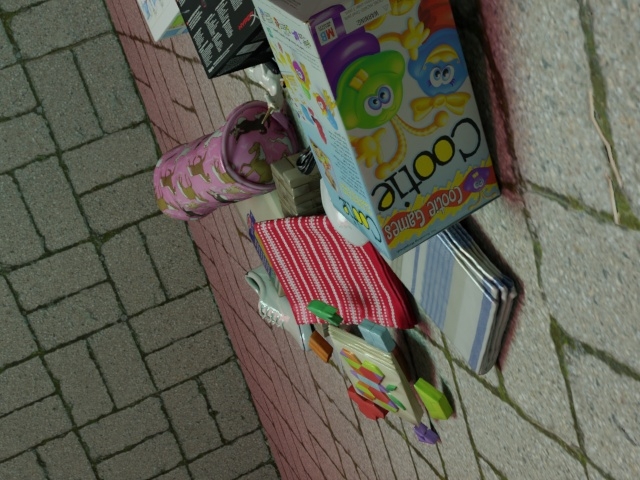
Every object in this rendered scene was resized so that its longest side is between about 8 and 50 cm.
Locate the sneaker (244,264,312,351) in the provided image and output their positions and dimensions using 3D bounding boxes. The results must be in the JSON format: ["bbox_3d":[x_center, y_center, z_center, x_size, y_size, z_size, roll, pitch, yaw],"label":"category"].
[{"bbox_3d":[-0.096,0.162,2.254,0.258,0.091,0.094,58,164,35],"label":"sneaker"}]

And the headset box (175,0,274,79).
[{"bbox_3d":[-0.131,-0.404,1.334,0.218,0.110,0.293,-28,85,61],"label":"headset box"}]

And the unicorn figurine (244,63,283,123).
[{"bbox_3d":[-0.094,-0.276,1.595,0.162,0.060,0.111,-118,14,-61],"label":"unicorn figurine"}]

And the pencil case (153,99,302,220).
[{"bbox_3d":[-0.182,-0.137,1.778,0.386,0.167,0.160,-16,78,60],"label":"pencil case"}]

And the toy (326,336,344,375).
[{"bbox_3d":[0.015,0.127,1.851,0.237,0.056,0.137,-121,11,-50],"label":"toy"}]

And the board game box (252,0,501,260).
[{"bbox_3d":[0.059,-0.146,0.973,0.144,0.142,0.275,46,163,53],"label":"board game box"}]

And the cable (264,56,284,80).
[{"bbox_3d":[-0.056,-0.295,1.452,0.184,0.047,0.151,96,150,-61],"label":"cable"}]

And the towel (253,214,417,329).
[{"bbox_3d":[0.018,0.051,1.509,0.275,0.031,0.199,-3,116,49],"label":"towel"}]

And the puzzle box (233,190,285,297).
[{"bbox_3d":[-0.113,-0.066,2.035,0.272,0.052,0.409,63,166,16],"label":"puzzle box"}]

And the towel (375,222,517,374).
[{"bbox_3d":[0.135,0.017,1.196,0.285,0.034,0.209,52,161,30],"label":"towel"}]

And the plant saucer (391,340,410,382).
[{"bbox_3d":[0.126,0.204,1.633,0.083,0.013,0.083,60,165,27],"label":"plant saucer"}]

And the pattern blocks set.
[{"bbox_3d":[0.087,0.217,1.537,0.285,0.026,0.325,14,145,48],"label":"pattern blocks set"}]

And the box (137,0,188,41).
[{"bbox_3d":[-0.227,-0.436,1.660,0.203,0.114,0.103,-24,89,63],"label":"box"}]

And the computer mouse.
[{"bbox_3d":[0.023,-0.079,1.394,0.106,0.042,0.193,-47,55,37],"label":"computer mouse"}]

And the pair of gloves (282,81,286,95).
[{"bbox_3d":[-0.079,-0.281,1.642,0.074,0.010,0.083,65,166,12],"label":"pair of gloves"}]

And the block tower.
[{"bbox_3d":[0.000,0.000,1.623,0.097,0.091,0.335,51,158,48],"label":"block tower"}]
